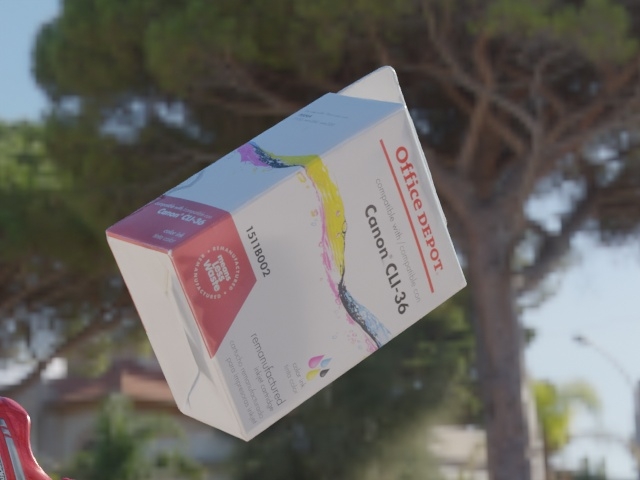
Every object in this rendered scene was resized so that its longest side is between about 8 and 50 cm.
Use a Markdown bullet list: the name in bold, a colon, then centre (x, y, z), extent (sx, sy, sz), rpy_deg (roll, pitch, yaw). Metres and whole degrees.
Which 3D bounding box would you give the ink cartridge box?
- **ink cartridge box**: centre (0.000, 0.000, 0.963), extent (0.198, 0.115, 0.067), rpy_deg (-34, 28, -28)

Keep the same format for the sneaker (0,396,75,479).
- **sneaker**: centre (-0.193, 0.239, 1.397), extent (0.118, 0.279, 0.107), rpy_deg (-40, 21, -25)
